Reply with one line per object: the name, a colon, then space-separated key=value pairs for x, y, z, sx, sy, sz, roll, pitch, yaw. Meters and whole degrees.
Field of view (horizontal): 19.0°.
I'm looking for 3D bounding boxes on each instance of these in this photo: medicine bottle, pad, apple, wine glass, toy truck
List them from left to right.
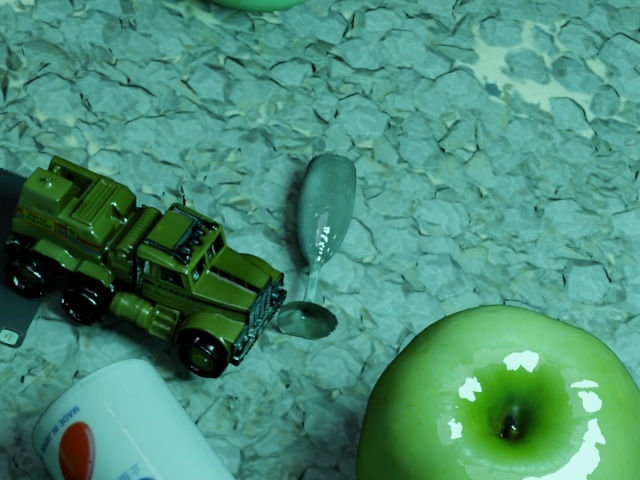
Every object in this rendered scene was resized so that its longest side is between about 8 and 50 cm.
pad: x=-0.306 y=0.011 z=1.835 sx=0.116 sy=0.004 sz=0.193 roll=20 pitch=52 yaw=0
toy truck: x=-0.162 y=0.015 z=1.783 sx=0.257 sy=0.127 sz=0.127 roll=27 pitch=50 yaw=9
medicine bottle: x=-0.105 y=0.267 z=1.622 sx=0.130 sy=0.130 sz=0.341 roll=-26 pitch=65 yaw=-28
wine glass: x=0.000 y=0.000 z=1.883 sx=0.066 sy=0.066 sz=0.198 roll=13 pitch=53 yaw=-4
apple: x=0.153 y=0.197 z=1.657 sx=0.279 sy=0.279 sz=0.279 roll=7 pitch=53 yaw=-9

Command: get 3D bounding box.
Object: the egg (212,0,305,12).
egg: x=-0.076 y=-0.366 z=2.032 sx=0.220 sy=0.220 sz=0.269 roll=-14 pitch=49 yaw=-23
